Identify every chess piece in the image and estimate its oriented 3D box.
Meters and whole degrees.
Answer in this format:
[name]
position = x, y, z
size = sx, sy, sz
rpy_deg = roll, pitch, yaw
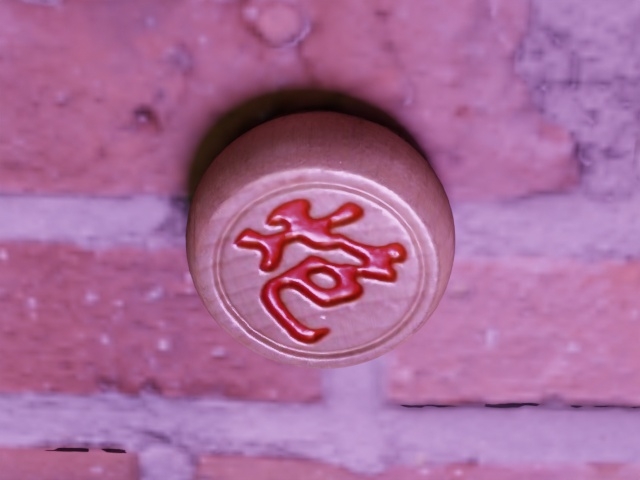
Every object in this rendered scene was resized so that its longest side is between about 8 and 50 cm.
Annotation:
[chess piece]
position = 0.000, 0.000, 0.547
size = 0.084, 0.038, 0.083
rpy_deg = 1, 121, 2
